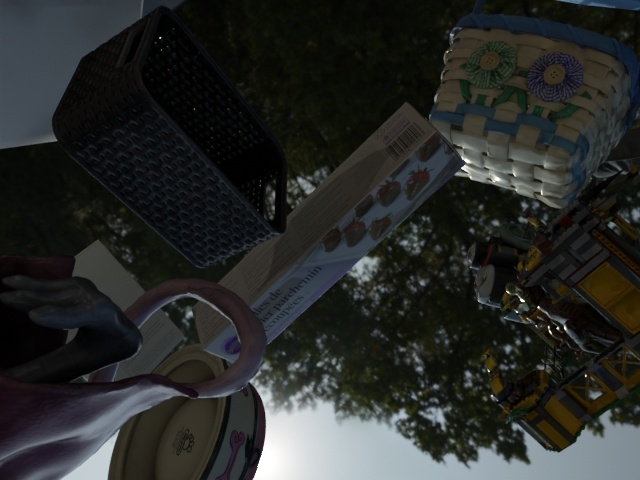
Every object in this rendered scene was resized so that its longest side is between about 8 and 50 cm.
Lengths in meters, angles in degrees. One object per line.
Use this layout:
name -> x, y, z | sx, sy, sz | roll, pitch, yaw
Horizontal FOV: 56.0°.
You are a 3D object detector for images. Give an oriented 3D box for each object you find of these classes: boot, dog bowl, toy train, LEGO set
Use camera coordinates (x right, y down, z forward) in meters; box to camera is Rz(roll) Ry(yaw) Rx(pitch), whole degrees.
boot -> 0.494, -0.167, 0.962 | 0.076, 0.189, 0.208 | -54, -156, -12
dog bowl -> -0.283, 0.440, 1.309 | 0.408, 0.150, 0.408 | -32, -141, 30
toy train -> 0.422, 0.081, 1.038 | 0.334, 0.142, 0.190 | 14, -147, 1
LEGO set -> 0.276, 0.055, 0.706 | 0.255, 0.192, 0.331 | -50, 175, 38

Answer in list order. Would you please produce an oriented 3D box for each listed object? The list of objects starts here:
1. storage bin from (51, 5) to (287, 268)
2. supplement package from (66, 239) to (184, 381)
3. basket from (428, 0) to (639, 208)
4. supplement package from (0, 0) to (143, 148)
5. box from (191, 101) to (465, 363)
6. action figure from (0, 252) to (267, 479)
storage bin -> -0.110, -0.078, 0.493 | 0.084, 0.180, 0.122 | -23, -138, 20
supplement package -> -0.298, 0.110, 0.821 | 0.105, 0.179, 0.105 | -29, -165, 42
basket -> 0.283, -0.205, 0.753 | 0.254, 0.201, 0.289 | 19, -111, 27
supplement package -> -0.316, -0.256, 0.593 | 0.199, 0.263, 0.198 | -15, 157, -28
box -> 0.000, 0.000, 0.620 | 0.324, 0.063, 0.067 | -44, -138, 13
action figure -> -0.235, 0.174, 0.367 | 0.248, 0.275, 0.370 | 24, -76, 46
